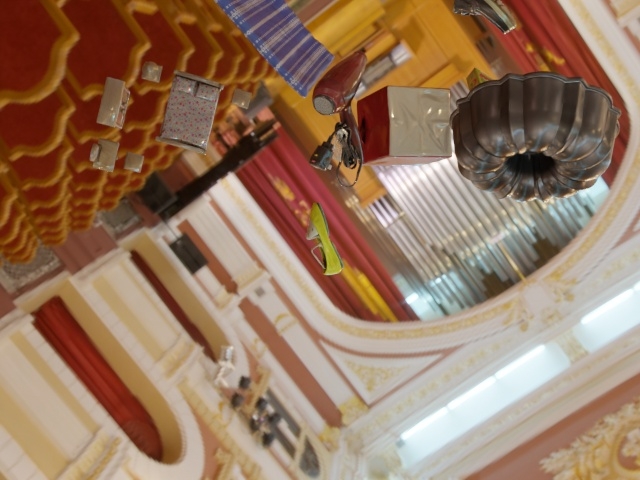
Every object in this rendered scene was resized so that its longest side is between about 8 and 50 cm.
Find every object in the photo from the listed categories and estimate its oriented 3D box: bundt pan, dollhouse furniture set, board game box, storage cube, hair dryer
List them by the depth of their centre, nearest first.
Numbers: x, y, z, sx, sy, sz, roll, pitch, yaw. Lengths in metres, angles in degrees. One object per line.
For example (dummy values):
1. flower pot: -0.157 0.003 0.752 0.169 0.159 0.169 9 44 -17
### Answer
1. bundt pan: 0.414 -0.178 1.401 0.331 0.331 0.124 -27 -133 53
2. hair dryer: 0.043 -0.274 1.552 0.223 0.080 0.293 14 89 -68
3. dollhouse furniture set: -0.381 -0.292 1.843 0.174 0.355 0.303 -150 -106 -79
4. storage cube: 0.221 -0.298 1.884 0.215 0.183 0.193 -1 180 -19
5. board game box: 0.461 -0.406 1.978 0.043 0.092 0.181 -54 -163 32

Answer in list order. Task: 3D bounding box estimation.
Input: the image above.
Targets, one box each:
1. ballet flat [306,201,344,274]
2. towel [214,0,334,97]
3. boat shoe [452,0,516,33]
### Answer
1. ballet flat: 0.000 0.000 2.187 0.077 0.231 0.077 -22 -172 -10
2. towel: -0.108 -0.420 1.275 0.040 0.336 0.243 -36 -165 27
3. boat shoe: 0.286 -0.479 1.403 0.073 0.223 0.080 -46 -176 27
